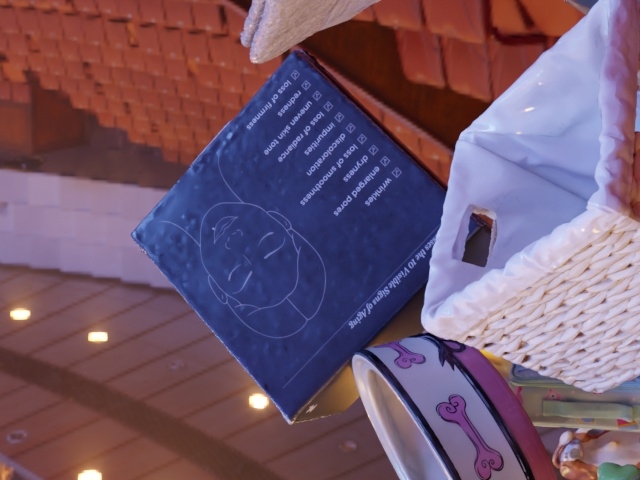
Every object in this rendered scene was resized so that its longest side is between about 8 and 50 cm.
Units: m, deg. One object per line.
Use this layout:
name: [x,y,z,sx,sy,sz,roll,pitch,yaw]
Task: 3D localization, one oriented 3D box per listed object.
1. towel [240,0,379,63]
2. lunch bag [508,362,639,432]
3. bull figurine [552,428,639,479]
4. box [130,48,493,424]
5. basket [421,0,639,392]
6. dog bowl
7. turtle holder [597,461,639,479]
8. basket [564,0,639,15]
towel: [0.016,-0.260,0.884,0.187,0.049,0.282,-31,-179,-10]
lunch bag: [0.468,0.256,1.548,0.279,0.107,0.224,-1,-177,17]
bull figurine: [0.594,0.391,1.691,0.310,0.188,0.101,-14,-126,11]
box: [0.000,0.000,1.669,0.472,0.480,0.297,47,-170,20]
basket: [0.325,-0.034,1.045,0.266,0.331,0.328,27,-126,-15]
dog bowl: [0.210,0.317,1.367,0.150,0.408,0.408,-27,-155,-12]
turtle holder: [0.424,0.389,1.052,0.243,0.227,0.320,-20,-165,36]
basket: [0.451,-0.346,1.206,0.227,0.204,0.154,57,-173,32]
